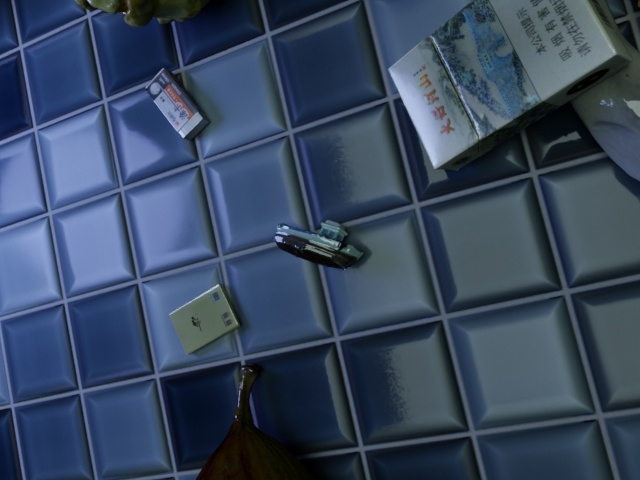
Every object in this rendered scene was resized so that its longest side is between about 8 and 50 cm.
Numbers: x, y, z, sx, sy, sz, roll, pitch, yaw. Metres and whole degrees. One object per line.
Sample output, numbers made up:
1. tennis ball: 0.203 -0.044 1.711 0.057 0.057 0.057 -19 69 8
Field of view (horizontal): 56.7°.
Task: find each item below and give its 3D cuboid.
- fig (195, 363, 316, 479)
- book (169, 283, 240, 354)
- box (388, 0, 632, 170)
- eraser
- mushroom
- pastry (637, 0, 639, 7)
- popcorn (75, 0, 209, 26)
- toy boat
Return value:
1. fig: -0.096 0.339 0.874 0.217 0.217 0.320 -18 54 19
2. book: -0.191 0.130 0.978 0.111 0.014 0.077 -31 77 16
3. box: 0.227 -0.223 0.756 0.256 0.069 0.164 -33 73 38
4. eraser: -0.242 -0.229 1.001 0.052 0.029 0.122 -42 75 15
5. mushroom: 0.359 -0.215 0.746 0.109 0.097 0.351 -32 75 19
6. pastry: 0.457 -0.318 0.708 0.154 0.102 0.250 -39 74 14
7. popcorn: -0.283 -0.440 0.928 0.259 0.212 0.259 -1 94 -20
8. toy boat: 0.000 0.000 0.894 0.140 0.059 0.066 18 68 21
